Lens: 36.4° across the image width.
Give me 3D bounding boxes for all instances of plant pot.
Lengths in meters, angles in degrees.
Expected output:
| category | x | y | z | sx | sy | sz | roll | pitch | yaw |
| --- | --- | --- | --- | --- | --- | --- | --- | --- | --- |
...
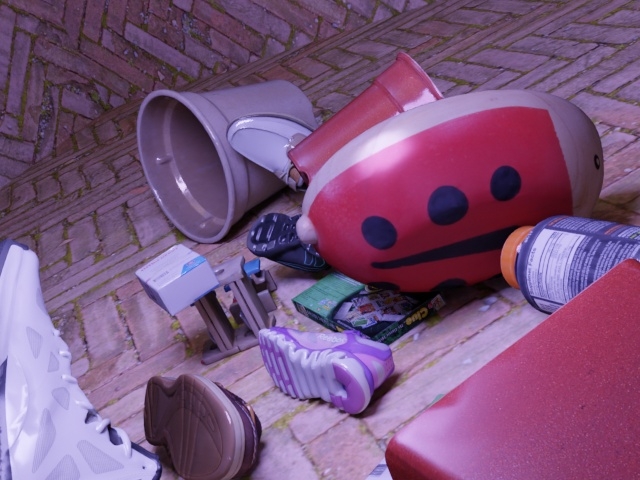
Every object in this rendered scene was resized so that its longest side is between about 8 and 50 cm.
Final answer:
| category | x | y | z | sx | sy | sz | roll | pitch | yaw |
| --- | --- | --- | --- | --- | --- | --- | --- | --- | --- |
| plant pot | 0.103 | -0.142 | 1.703 | 0.265 | 0.272 | 0.272 | -33 | 22 | 0 |
| plant pot | -0.174 | -0.202 | 2.093 | 0.305 | 0.333 | 0.334 | -26 | 18 | -34 |
| plant pot | 0.248 | 0.218 | 0.712 | 0.267 | 0.267 | 0.236 | -33 | 34 | -20 |

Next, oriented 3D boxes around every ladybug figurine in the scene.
| category | x | y | z | sx | sy | sz | roll | pitch | yaw |
| --- | --- | --- | --- | --- | --- | --- | --- | --- | --- |
| ladybug figurine | 0.190 | -0.047 | 1.342 | 0.449 | 0.305 | 0.162 | -16 | 46 | -4 |

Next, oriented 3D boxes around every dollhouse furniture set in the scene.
| category | x | y | z | sx | sy | sz | roll | pitch | yaw |
| --- | --- | --- | --- | --- | --- | --- | --- | --- | --- |
| dollhouse furniture set | -0.157 | 0.088 | 1.596 | 0.129 | 0.129 | 0.183 | -22 | 23 | 8 |

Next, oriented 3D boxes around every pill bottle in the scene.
| category | x | y | z | sx | sy | sz | roll | pitch | yaw |
| --- | --- | --- | --- | --- | --- | --- | --- | --- | --- |
| pill bottle | 0.330 | 0.038 | 1.182 | 0.130 | 0.130 | 0.246 | -34 | 23 | -21 |

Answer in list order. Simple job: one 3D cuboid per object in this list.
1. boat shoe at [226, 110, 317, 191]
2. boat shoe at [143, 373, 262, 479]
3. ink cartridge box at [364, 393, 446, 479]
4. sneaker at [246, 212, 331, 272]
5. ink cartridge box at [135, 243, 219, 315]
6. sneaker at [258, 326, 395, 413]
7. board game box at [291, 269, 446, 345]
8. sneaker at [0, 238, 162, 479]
| category | x | y | z | sx | sy | sz | roll | pitch | yaw |
| --- | --- | --- | --- | --- | --- | --- | --- | --- | --- |
| boat shoe | -0.037 | -0.158 | 1.873 | 0.302 | 0.113 | 0.103 | 16 | 40 | -12 |
| boat shoe | -0.130 | 0.232 | 1.234 | 0.123 | 0.123 | 0.342 | 7 | -7 | -23 |
| ink cartridge box | 0.130 | 0.257 | 0.944 | 0.160 | 0.092 | 0.219 | 0 | 33 | 48 |
| sneaker | 0.000 | 0.000 | 1.616 | 0.267 | 0.106 | 0.101 | 2 | 65 | 45 |
| ink cartridge box | -0.221 | 0.058 | 1.490 | 0.088 | 0.052 | 0.122 | -34 | 25 | -17 |
| sneaker | 0.010 | 0.159 | 1.318 | 0.104 | 0.095 | 0.236 | -31 | 26 | -33 |
| board game box | 0.067 | 0.093 | 1.483 | 0.136 | 0.030 | 0.260 | -34 | 23 | -16 |
| sneaker | -0.340 | 0.222 | 1.250 | 0.169 | 0.257 | 0.447 | -41 | 44 | 46 |
